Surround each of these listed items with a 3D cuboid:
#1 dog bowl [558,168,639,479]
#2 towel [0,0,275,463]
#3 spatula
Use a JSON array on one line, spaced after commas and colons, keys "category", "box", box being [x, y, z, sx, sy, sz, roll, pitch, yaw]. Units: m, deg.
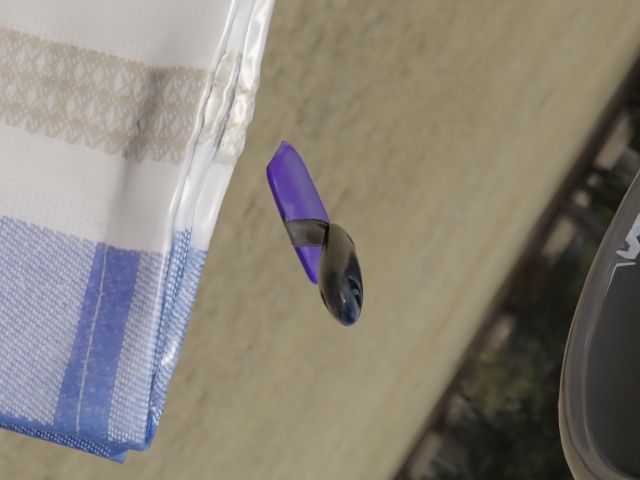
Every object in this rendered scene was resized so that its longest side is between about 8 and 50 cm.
[{"category": "dog bowl", "box": [0.230, 0.002, 0.751, 0.349, 0.102, 0.349, -54, -166, 19]}, {"category": "towel", "box": [-0.107, -0.100, 0.476, 0.034, 0.209, 0.285, 82, 23, -88]}, {"category": "spatula", "box": [0.000, 0.000, 1.004, 0.030, 0.084, 0.296, -23, -168, -1]}]
